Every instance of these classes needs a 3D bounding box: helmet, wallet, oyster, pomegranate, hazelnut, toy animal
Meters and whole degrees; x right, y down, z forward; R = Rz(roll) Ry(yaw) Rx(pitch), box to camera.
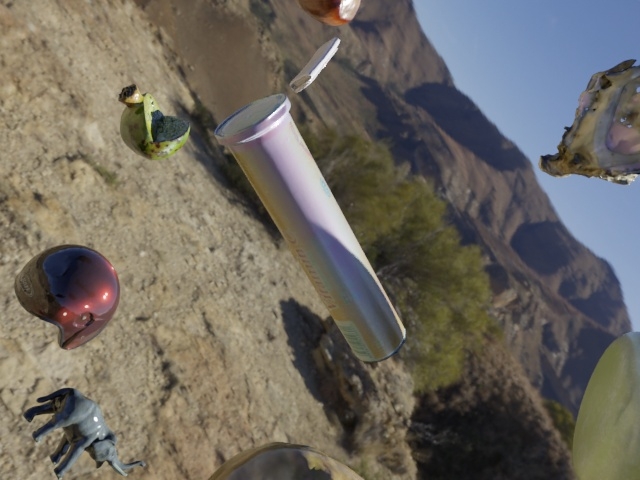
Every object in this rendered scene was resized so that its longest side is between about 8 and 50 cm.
[{"bbox_3d":[-0.518,0.105,1.305,0.189,0.193,0.216,50,18,29],"label":"helmet"},{"bbox_3d":[-0.008,-0.322,1.152,0.025,0.061,0.122,43,56,-16],"label":"wallet"},{"bbox_3d":[0.376,-0.145,0.823,0.081,0.190,0.163,-76,147,-69],"label":"oyster"},{"bbox_3d":[-0.372,-0.244,1.342,0.169,0.122,0.143,30,37,-38],"label":"pomegranate"},{"bbox_3d":[0.010,-0.305,0.776,0.086,0.086,0.086,57,12,-19],"label":"hazelnut"},{"bbox_3d":[-0.476,0.405,1.257,0.082,0.137,0.270,15,-42,56],"label":"toy animal"}]

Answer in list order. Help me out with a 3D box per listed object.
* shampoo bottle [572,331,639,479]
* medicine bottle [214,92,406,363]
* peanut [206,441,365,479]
[{"bbox_3d":[0.569,0.303,0.944,0.317,0.323,0.322,19,5,11],"label":"shampoo bottle"},{"bbox_3d":[0.000,0.000,0.914,0.426,0.108,0.108,61,10,-28],"label":"medicine bottle"},{"bbox_3d":[0.033,0.304,0.455,0.387,0.192,0.169,57,2,-20],"label":"peanut"}]
